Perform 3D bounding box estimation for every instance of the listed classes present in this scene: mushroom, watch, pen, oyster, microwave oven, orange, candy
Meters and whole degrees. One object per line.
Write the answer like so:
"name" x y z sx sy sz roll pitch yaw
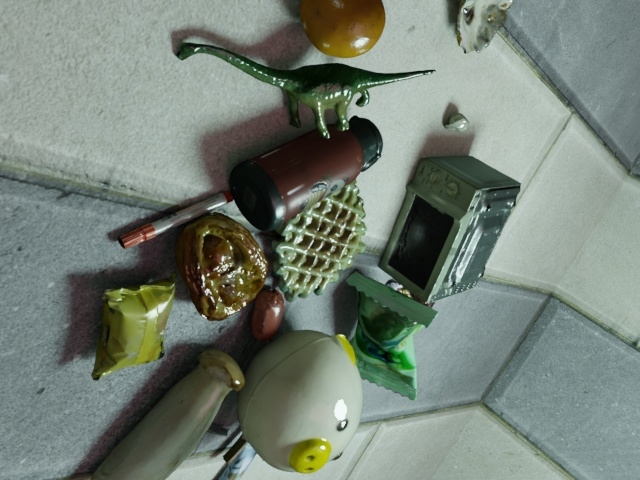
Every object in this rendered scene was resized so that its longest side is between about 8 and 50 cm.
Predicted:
"mushroom" -0.329 0.423 1.449 0.407 0.137 0.154 -46 133 1
"watch" -0.137 0.561 1.815 0.268 0.102 0.165 -44 124 -17
"pen" -0.267 -0.041 1.197 0.239 0.028 0.028 -28 138 -33
"oyster" 0.365 -0.542 1.450 0.214 0.083 0.223 10 118 -49
"microwave oven" 0.371 -0.033 1.785 0.286 0.218 0.355 -8 126 -45
"orange" 0.038 -0.394 1.135 0.156 0.156 0.124 -30 160 -30
"candy" 0.179 0.285 1.803 0.172 0.262 0.398 -36 144 -43

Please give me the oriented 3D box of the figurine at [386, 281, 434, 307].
"figurine" 0.285 0.176 1.959 0.240 0.115 0.175 -45 144 -11

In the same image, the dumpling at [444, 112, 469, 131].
"dumpling" 0.359 -0.303 1.677 0.057 0.076 0.052 -42 113 17

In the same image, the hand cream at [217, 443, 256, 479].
"hand cream" -0.257 0.671 1.829 0.256 0.055 0.088 -56 139 -9

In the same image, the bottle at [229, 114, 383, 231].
"bottle" -0.013 -0.154 1.299 0.336 0.144 0.144 -33 141 -30

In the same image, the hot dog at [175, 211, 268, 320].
"hot dog" -0.196 0.063 1.281 0.175 0.114 0.259 -38 148 -16

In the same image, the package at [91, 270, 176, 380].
"package" -0.354 0.162 1.222 0.168 0.090 0.226 -13 132 -47

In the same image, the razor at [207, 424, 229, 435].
"razor" -0.288 0.471 1.621 0.191 0.037 0.068 55 33 -58

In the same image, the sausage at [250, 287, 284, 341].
"sausage" -0.126 0.178 1.519 0.076 0.076 0.141 -12 127 -44

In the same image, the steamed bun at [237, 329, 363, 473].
"steamed bun" -0.048 0.402 1.602 0.333 0.334 0.374 -29 144 -30

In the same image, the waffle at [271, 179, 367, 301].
"waffle" 0.000 0.000 1.517 0.291 0.056 0.309 -37 142 -24

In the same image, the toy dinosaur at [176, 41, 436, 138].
"toy dinosaur" -0.006 -0.317 1.152 0.446 0.087 0.301 -23 144 -3
